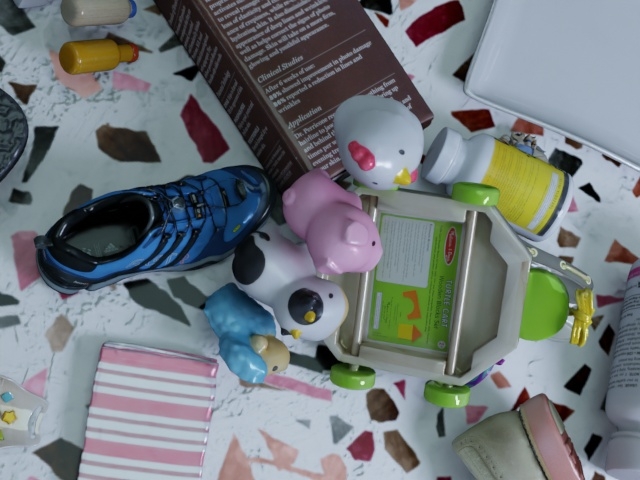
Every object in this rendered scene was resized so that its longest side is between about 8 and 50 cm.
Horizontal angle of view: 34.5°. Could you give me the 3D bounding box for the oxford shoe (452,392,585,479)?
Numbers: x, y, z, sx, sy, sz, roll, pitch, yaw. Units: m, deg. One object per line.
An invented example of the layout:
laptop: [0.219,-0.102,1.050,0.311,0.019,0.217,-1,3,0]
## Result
oxford shoe: [0.286,0.391,1.265,0.146,0.140,0.397,-22,88,12]

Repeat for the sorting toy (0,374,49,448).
sorting toy: [-0.348,0.199,1.161,0.075,0.045,0.083,17,72,-19]

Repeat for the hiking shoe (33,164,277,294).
hiking shoe: [-0.180,-0.016,1.209,0.304,0.132,0.113,-23,84,-19]

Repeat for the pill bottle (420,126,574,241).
pill bottle: [0.230,-0.078,1.354,0.184,0.103,0.103,24,72,-9]

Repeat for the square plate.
square plate: [0.397,-0.283,1.480,0.347,0.049,0.344,22,71,-9]

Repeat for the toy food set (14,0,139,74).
toy food set: [-0.305,-0.323,1.271,0.104,0.111,0.232,-18,69,-50]

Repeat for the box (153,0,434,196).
box: [-0.051,-0.249,1.302,0.191,0.143,0.381,-32,88,-19]

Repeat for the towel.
towel: [-0.202,0.223,1.203,0.144,0.029,0.197,11,76,-13]

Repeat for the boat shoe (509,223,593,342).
boat shoe: [0.217,0.021,1.328,0.305,0.109,0.091,31,66,-9]

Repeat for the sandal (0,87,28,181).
sandal: [-0.535,-0.050,1.147,0.445,0.107,0.168,-29,88,-7]

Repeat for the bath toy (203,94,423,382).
bath toy: [0.000,0.000,1.158,0.151,0.129,0.348,34,113,-3]

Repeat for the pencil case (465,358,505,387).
pencil case: [0.160,0.112,1.307,0.152,0.070,0.064,50,32,-1]

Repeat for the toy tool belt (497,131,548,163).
toy tool belt: [0.275,-0.123,1.413,0.083,0.052,0.051,32,39,-9]

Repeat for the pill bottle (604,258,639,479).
pill bottle: [0.457,0.173,1.326,0.160,0.160,0.283,19,72,-10]

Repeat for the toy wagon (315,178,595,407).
toy wagon: [0.149,0.061,1.226,0.344,0.068,0.267,9,101,13]
